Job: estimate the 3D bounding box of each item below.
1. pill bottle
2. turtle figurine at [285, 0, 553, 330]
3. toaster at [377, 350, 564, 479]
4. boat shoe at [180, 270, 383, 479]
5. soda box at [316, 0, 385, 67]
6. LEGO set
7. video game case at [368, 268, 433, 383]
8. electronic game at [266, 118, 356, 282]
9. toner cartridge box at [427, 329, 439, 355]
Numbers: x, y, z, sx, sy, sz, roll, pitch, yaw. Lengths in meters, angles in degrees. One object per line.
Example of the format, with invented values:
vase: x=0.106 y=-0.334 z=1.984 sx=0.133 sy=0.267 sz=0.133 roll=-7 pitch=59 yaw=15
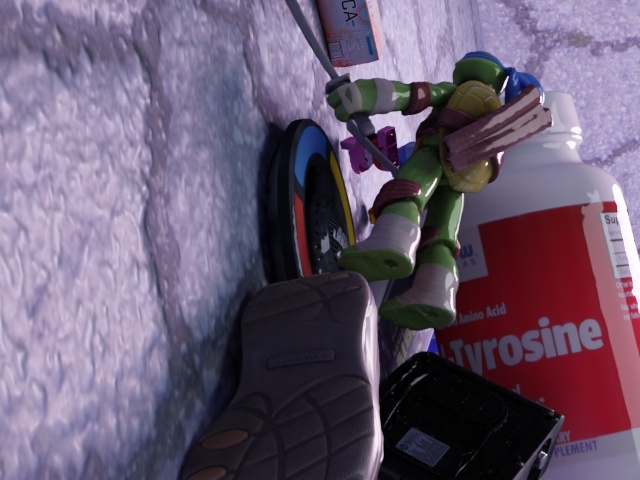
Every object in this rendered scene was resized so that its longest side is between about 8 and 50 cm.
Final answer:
pill bottle: x=0.229 y=0.060 z=1.295 sx=0.229 sy=0.229 sz=0.407 roll=18 pitch=59 yaw=-74
turtle figurine: x=0.064 y=-0.063 z=1.148 sx=0.197 sy=0.275 sz=0.266 roll=98 pitch=6 yaw=-60
toaster: x=0.105 y=0.202 z=1.118 sx=0.168 sy=0.186 sz=0.110 roll=-40 pitch=144 yaw=-42
boat shoe: x=-0.005 y=0.158 z=0.869 sx=0.355 sy=0.132 sz=0.130 roll=-72 pitch=151 yaw=-57
soda box: x=0.025 y=-0.290 z=1.363 sx=0.063 sy=0.058 sz=0.183 roll=-72 pitch=151 yaw=-60
LEGO set: x=0.079 y=-0.038 z=1.415 sx=0.087 sy=0.093 sz=0.227 roll=-30 pitch=121 yaw=-41
video game case: x=0.075 y=0.116 z=1.311 sx=0.173 sy=0.022 sz=0.190 roll=65 pitch=38 yaw=-49
electronic game: x=0.000 y=0.000 z=1.134 sx=0.229 sy=0.048 sz=0.229 roll=-7 pitch=90 yaw=-76
toner cartridge box: x=0.153 y=0.122 z=1.605 sx=0.348 sy=0.075 sz=0.165 roll=58 pitch=27 yaw=-59
